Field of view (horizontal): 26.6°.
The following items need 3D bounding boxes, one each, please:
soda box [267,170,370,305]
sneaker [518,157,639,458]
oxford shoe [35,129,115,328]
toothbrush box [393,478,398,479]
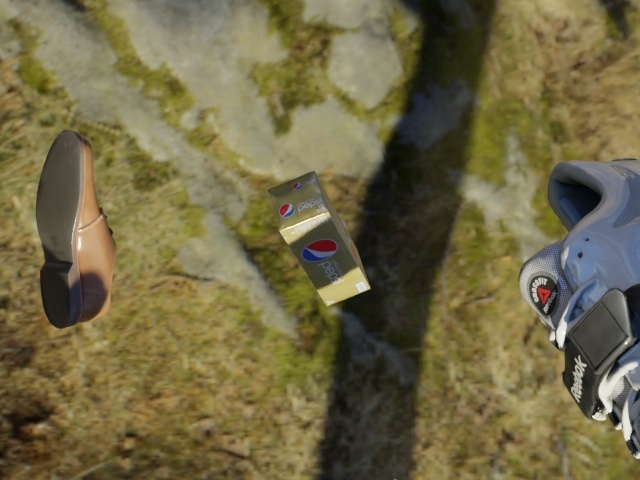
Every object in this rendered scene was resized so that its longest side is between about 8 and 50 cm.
[{"bbox_3d":[0.000,0.000,1.524,0.181,0.058,0.061,61,9,-56],"label":"soda box"},{"bbox_3d":[0.198,0.068,0.875,0.146,0.122,0.330,10,41,-2],"label":"sneaker"},{"bbox_3d":[-0.257,-0.015,1.457,0.076,0.076,0.212,-10,109,-43],"label":"oxford shoe"},{"bbox_3d":[0.098,0.452,1.515,0.295,0.216,0.126,-54,138,-13],"label":"toothbrush box"}]
